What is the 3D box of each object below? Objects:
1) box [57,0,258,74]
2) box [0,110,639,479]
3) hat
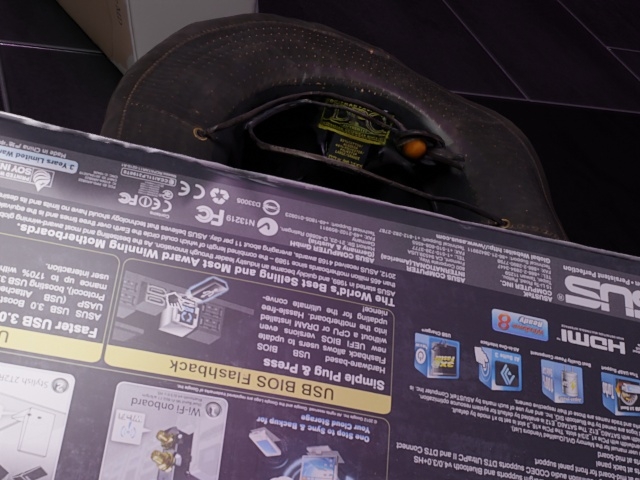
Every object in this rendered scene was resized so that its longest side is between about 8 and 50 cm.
[{"bbox_3d":[-0.187,-0.282,0.919,0.121,0.148,0.311,-27,52,-24],"label":"box"},{"bbox_3d":[-0.027,0.127,0.399,0.395,0.097,0.318,12,58,-12],"label":"box"},{"bbox_3d":[0.000,0.000,0.654,0.332,0.134,0.331,16,40,-13],"label":"hat"}]
